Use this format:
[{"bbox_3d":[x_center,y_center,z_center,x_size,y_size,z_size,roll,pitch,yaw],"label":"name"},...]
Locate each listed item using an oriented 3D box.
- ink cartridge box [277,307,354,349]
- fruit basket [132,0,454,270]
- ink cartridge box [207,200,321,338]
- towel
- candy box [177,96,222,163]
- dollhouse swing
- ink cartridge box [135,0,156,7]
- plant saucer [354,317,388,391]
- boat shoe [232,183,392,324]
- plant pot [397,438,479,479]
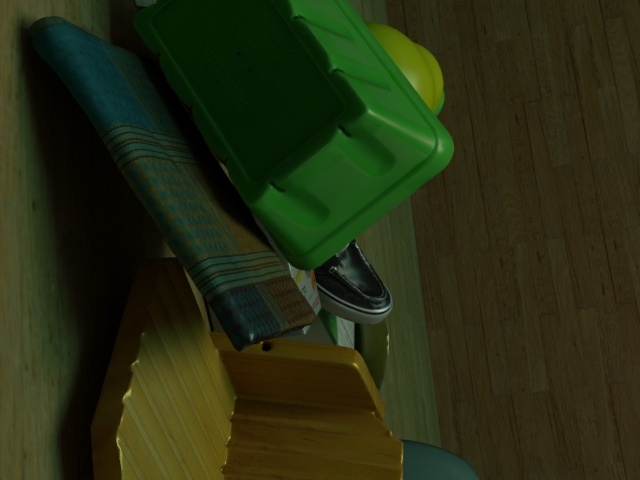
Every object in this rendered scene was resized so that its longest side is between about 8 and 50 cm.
[{"bbox_3d":[-0.021,0.058,1.571,0.201,0.117,0.278,65,21,-47],"label":"ink cartridge box"},{"bbox_3d":[-0.002,-0.174,1.189,0.392,0.283,0.392,48,13,-15],"label":"fruit basket"},{"bbox_3d":[-0.084,0.038,1.303,0.128,0.127,0.176,-51,131,-73],"label":"ink cartridge box"},{"bbox_3d":[-0.142,-0.055,1.001,0.370,0.040,0.271,57,11,8],"label":"towel"},{"bbox_3d":[-0.104,-0.130,1.277,0.206,0.027,0.105,28,33,-16],"label":"candy box"},{"bbox_3d":[-0.052,0.213,1.022,0.346,0.315,0.305,-84,180,-47],"label":"dollhouse swing"},{"bbox_3d":[-0.213,-0.367,1.276,0.179,0.045,0.145,-13,94,-58],"label":"ink cartridge box"},{"bbox_3d":[0.043,0.189,1.680,0.241,0.037,0.240,-23,-116,60],"label":"plant saucer"},{"bbox_3d":[0.000,0.000,1.398,0.301,0.102,0.108,43,42,-2],"label":"boat shoe"},{"bbox_3d":[0.089,0.439,1.543,0.195,0.290,0.290,33,37,-24],"label":"plant pot"}]
